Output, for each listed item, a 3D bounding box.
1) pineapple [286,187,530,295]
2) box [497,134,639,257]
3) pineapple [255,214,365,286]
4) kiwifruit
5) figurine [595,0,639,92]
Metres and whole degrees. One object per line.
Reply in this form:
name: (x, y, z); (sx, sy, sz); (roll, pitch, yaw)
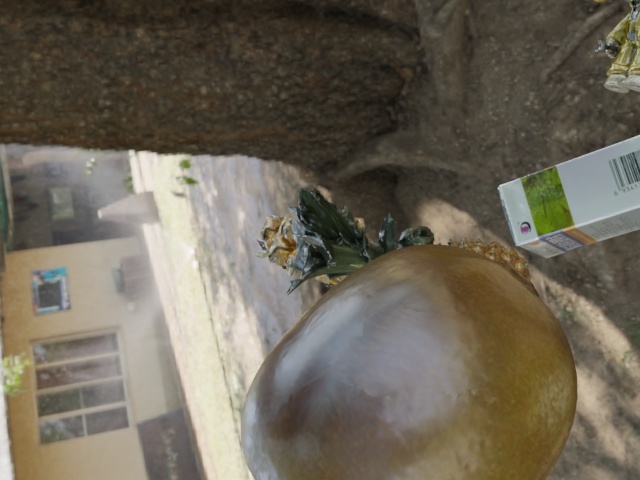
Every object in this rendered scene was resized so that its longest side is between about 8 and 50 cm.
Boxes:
pineapple: (0.093, 0.029, 0.808); (0.130, 0.277, 0.119); (145, 136, -73)
box: (0.455, -0.072, 1.129); (0.200, 0.299, 0.107); (13, -119, -59)
pineapple: (0.000, 0.000, 1.240); (0.236, 0.186, 0.115); (17, 103, 45)
kiwifruit: (0.063, 0.109, 0.503); (0.196, 0.234, 0.196); (40, 172, 7)
figurine: (0.262, -0.190, 0.571); (0.101, 0.068, 0.143); (-29, 54, 57)
